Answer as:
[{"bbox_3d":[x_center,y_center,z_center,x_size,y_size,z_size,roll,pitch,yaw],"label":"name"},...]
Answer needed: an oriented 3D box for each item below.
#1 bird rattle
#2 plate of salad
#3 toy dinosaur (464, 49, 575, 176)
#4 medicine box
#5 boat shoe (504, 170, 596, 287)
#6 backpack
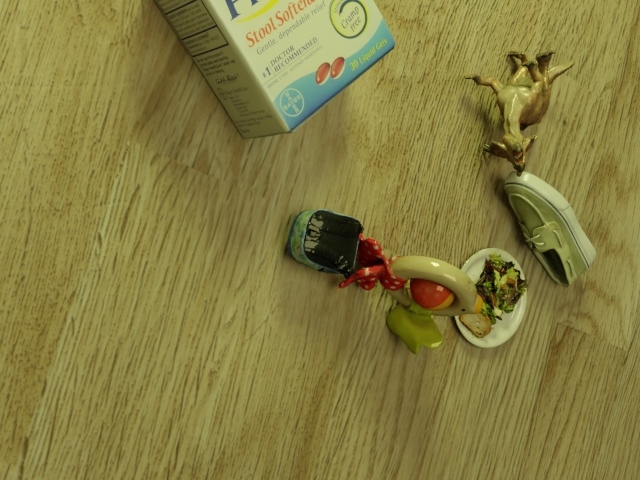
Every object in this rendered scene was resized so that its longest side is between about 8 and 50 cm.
[{"bbox_3d":[0.169,0.072,1.485,0.253,0.207,0.143,53,47,-32],"label":"bird rattle"},{"bbox_3d":[0.343,0.114,1.677,0.200,0.048,0.199,-1,92,-32],"label":"plate of salad"},{"bbox_3d":[0.398,-0.257,1.663,0.296,0.127,0.200,-35,117,-40],"label":"toy dinosaur"},{"bbox_3d":[-0.070,-0.352,1.337,0.263,0.149,0.289,-43,114,-24],"label":"medicine box"},{"bbox_3d":[0.460,-0.018,1.715,0.302,0.109,0.094,44,71,-29],"label":"boat shoe"},{"bbox_3d":[0.000,0.000,1.431,0.114,0.084,0.105,19,81,-37],"label":"backpack"}]
